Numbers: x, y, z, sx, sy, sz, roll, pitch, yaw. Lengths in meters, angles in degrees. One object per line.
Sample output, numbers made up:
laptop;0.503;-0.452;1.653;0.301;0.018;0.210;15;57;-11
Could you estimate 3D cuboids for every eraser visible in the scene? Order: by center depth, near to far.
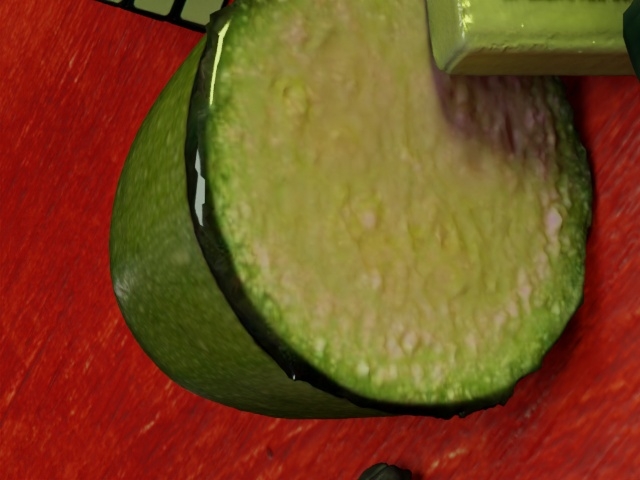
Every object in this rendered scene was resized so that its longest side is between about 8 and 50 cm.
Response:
eraser;0.153;-0.162;0.753;0.058;0.172;0.117;132;135;-72

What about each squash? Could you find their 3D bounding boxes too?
squash;-0.023;-0.022;0.859;0.309;0.310;0.310;-14;75;55

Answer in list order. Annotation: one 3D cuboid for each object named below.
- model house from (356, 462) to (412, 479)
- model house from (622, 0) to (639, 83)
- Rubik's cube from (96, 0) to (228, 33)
model house;0.017;0.315;0.885;0.279;0.218;0.205;-45;5;-5
model house;0.324;0.035;0.396;0.395;0.400;0.445;-35;61;41
Rubik's cube;-0.168;-0.300;1.108;0.160;0.162;0.163;39;114;41
